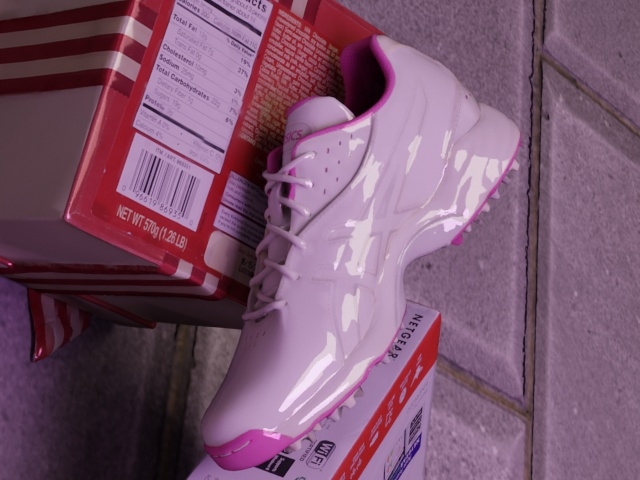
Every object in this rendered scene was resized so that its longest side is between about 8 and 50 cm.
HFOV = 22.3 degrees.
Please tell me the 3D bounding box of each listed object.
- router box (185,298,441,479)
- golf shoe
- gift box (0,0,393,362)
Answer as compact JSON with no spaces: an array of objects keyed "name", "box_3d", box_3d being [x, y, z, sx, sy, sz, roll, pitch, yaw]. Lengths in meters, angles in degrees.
[{"name":"router box","box_3d":[-0.028,0.241,1.083,0.335,0.082,0.301,-53,153,-47]},{"name":"golf shoe","box_3d":[0.000,0.000,0.996,0.140,0.115,0.306,46,58,-17]},{"name":"gift box","box_3d":[-0.145,-0.062,1.092,0.255,0.258,0.276,34,70,-38]}]
